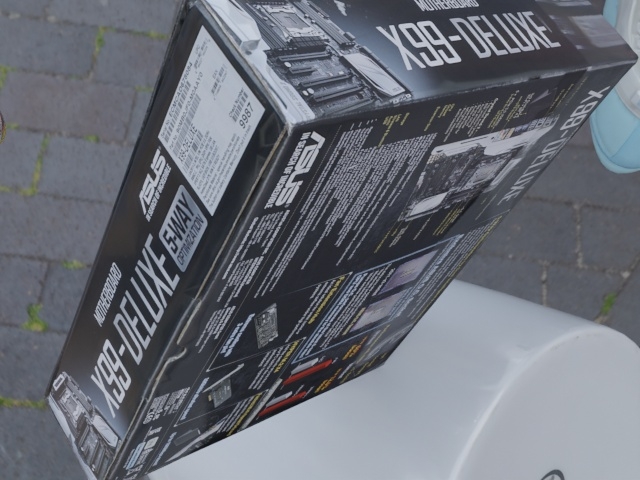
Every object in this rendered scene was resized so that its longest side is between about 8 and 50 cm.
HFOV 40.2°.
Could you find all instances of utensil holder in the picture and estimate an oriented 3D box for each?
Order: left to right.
[{"bbox_3d":[0.062,0.178,0.805,0.385,0.328,0.327,14,53,49],"label":"utensil holder"}]

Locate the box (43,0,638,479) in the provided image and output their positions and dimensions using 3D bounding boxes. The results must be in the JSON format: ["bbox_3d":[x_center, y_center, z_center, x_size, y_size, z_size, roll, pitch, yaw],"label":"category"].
[{"bbox_3d":[0.000,0.000,0.486,0.242,0.307,0.077,-18,62,-39],"label":"box"}]

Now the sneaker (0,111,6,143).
[{"bbox_3d":[-0.358,-0.150,0.752,0.088,0.093,0.225,-42,74,-3],"label":"sneaker"}]

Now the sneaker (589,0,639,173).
[{"bbox_3d":[0.325,-0.220,0.854,0.135,0.150,0.366,27,59,3],"label":"sneaker"}]
